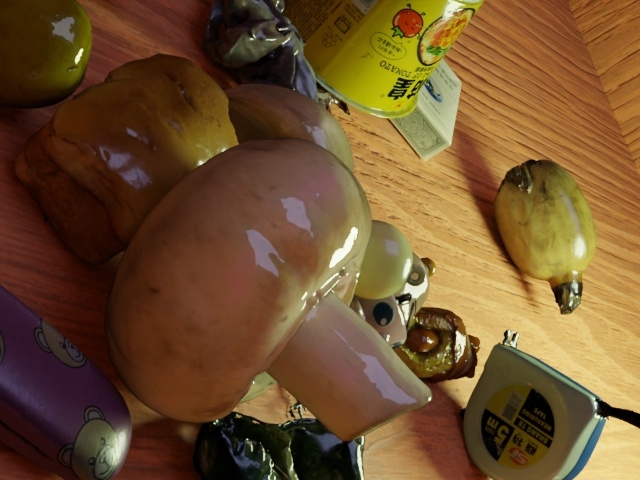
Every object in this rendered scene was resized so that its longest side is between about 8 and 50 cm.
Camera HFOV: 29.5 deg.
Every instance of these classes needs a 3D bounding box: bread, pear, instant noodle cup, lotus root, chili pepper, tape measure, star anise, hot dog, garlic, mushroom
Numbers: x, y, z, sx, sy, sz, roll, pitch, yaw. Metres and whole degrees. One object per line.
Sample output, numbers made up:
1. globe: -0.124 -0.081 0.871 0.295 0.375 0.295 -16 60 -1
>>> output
1. bread: -0.212 -0.113 1.466 0.195 0.148 0.344 56 29 -9
2. pear: -0.337 -0.220 1.370 0.149 0.162 0.149 5 90 -89
3. instant noodle cup: 0.112 -0.409 2.075 0.325 0.254 0.326 27 37 -22
4. lotus root: 0.454 -0.007 2.400 0.182 0.182 0.310 3 64 -57
5. chili pepper: -0.059 0.268 1.427 0.264 0.116 0.148 20 60 -49
6. tape measure: 0.377 0.308 1.863 0.351 0.215 0.098 31 9 40
7. star anise: -0.091 -0.291 1.869 0.359 0.139 0.316 -4 74 -75
8. hot dog: 0.191 0.161 1.918 0.261 0.093 0.123 5 61 -57
9. garlic: -0.051 -0.130 1.701 0.245 0.164 0.145 50 14 -4
10. mushroom: -0.079 0.074 1.340 0.325 0.353 0.353 -13 70 -17

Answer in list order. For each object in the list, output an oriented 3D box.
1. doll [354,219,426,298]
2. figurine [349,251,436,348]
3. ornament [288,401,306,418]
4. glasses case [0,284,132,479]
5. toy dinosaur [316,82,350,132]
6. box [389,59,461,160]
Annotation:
1. doll: -0.001 0.000 1.616 0.296 0.141 0.117 22 -2 -7
2. figurine: 0.069 0.041 1.759 0.287 0.186 0.176 -102 169 -56
3. ornament: -0.043 0.177 1.601 0.073 0.028 0.125 25 43 -48
4. glasses case: -0.305 0.122 1.181 0.316 0.075 0.123 45 31 -26
5. toy dinosaur: 0.010 -0.245 2.064 0.108 0.032 0.220 29 39 -40
6. box: 0.191 -0.289 2.352 0.164 0.069 0.256 48 30 -20
